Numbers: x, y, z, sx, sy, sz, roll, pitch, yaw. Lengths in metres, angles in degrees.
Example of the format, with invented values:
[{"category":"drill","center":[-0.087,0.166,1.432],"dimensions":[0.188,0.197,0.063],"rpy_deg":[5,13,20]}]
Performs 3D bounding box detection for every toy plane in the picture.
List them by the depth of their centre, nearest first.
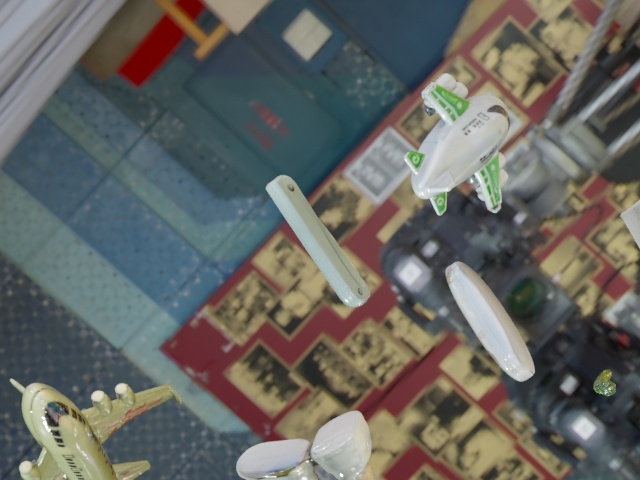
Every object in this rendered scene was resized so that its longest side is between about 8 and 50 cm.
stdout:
[{"category":"toy plane","center":[-0.233,0.198,1.103],"dimensions":[0.092,0.229,0.244],"rpy_deg":[30,154,33]},{"category":"toy plane","center":[0.161,-0.106,1.335],"dimensions":[0.174,0.174,0.080],"rpy_deg":[42,153,-30]}]

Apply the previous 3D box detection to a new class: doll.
[{"category":"doll","center":[0.055,0.443,1.686],"dimensions":[0.348,0.161,0.423],"rpy_deg":[9,122,28]}]

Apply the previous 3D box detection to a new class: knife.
[{"category":"knife","center":[0.000,0.000,1.233],"dimensions":[0.162,0.023,0.044],"rpy_deg":[55,-142,-2]}]

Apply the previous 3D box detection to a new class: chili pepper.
[{"category":"chili pepper","center":[0.350,0.177,1.440],"dimensions":[0.083,0.027,0.022],"rpy_deg":[-36,-63,-79]}]

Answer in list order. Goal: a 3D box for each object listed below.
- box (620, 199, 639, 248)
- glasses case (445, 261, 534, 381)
[{"category":"box","center":[0.432,0.036,1.200],"dimensions":[0.251,0.106,0.203],"rpy_deg":[61,175,9]},{"category":"glasses case","center":[0.197,0.093,1.363],"dimensions":[0.063,0.041,0.164],"rpy_deg":[32,-156,-57]}]
